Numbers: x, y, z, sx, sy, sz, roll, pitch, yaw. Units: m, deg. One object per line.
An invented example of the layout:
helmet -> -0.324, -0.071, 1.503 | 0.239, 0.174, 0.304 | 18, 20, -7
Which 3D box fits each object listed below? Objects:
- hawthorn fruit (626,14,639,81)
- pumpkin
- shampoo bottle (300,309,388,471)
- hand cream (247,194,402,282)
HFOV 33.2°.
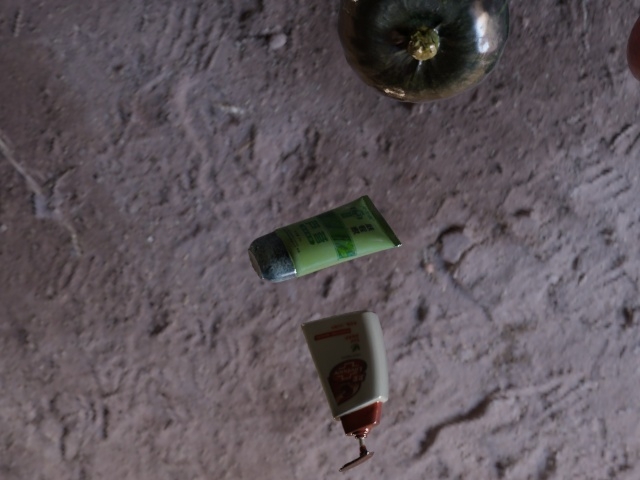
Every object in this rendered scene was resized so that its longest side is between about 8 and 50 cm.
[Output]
hawthorn fruit -> 0.564, -0.276, 1.509 | 0.265, 0.265, 0.307 | 44, 153, -10
pumpkin -> 0.096, -0.210, 1.032 | 0.167, 0.125, 0.167 | 20, 143, 15
shampoo bottle -> 0.055, 0.275, 1.977 | 0.153, 0.284, 0.071 | -15, 159, 20
hand cream -> 0.000, 0.000, 1.303 | 0.175, 0.095, 0.046 | -20, 139, -15
